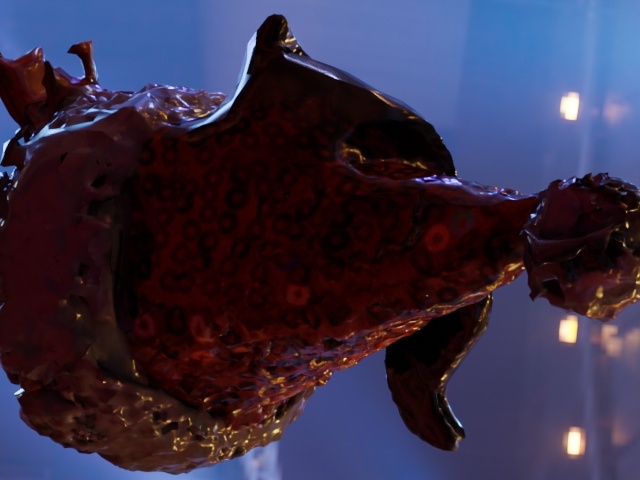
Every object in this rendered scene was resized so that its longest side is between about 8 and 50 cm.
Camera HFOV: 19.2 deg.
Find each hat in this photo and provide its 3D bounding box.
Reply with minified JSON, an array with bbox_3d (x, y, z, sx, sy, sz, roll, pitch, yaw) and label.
[{"bbox_3d":[0.002,-0.003,0.545,0.227,0.129,0.140,-8,-96,44],"label":"hat"}]
